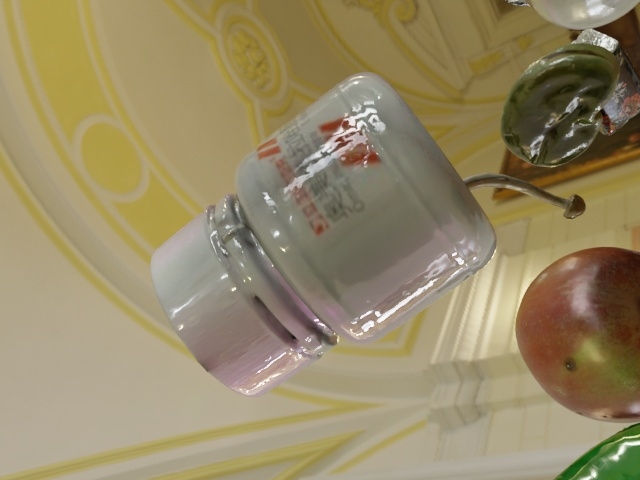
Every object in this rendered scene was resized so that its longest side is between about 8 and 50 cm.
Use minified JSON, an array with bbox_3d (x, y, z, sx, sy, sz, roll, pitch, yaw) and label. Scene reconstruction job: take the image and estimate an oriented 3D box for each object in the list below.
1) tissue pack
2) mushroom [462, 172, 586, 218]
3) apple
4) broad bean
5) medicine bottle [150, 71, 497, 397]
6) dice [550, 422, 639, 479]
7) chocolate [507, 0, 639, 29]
[{"bbox_3d":[0.469,-0.263,1.154,0.170,0.103,0.090,30,-158,-40],"label":"tissue pack"},{"bbox_3d":[0.283,-0.071,1.096,0.306,0.043,0.068,3,-131,-15],"label":"mushroom"},{"bbox_3d":[0.551,0.179,1.308,0.348,0.277,0.349,9,-124,-14],"label":"apple"},{"bbox_3d":[0.352,-0.197,1.031,0.153,0.207,0.072,30,-143,-3],"label":"broad bean"},{"bbox_3d":[0.000,0.000,0.771,0.256,0.324,0.256,53,-170,-14],"label":"medicine bottle"},{"bbox_3d":[0.227,0.265,0.277,0.297,0.287,0.300,-42,-65,-26],"label":"dice"},{"bbox_3d":[0.265,-0.299,0.706,0.221,0.221,0.147,40,-152,-41],"label":"chocolate"}]
